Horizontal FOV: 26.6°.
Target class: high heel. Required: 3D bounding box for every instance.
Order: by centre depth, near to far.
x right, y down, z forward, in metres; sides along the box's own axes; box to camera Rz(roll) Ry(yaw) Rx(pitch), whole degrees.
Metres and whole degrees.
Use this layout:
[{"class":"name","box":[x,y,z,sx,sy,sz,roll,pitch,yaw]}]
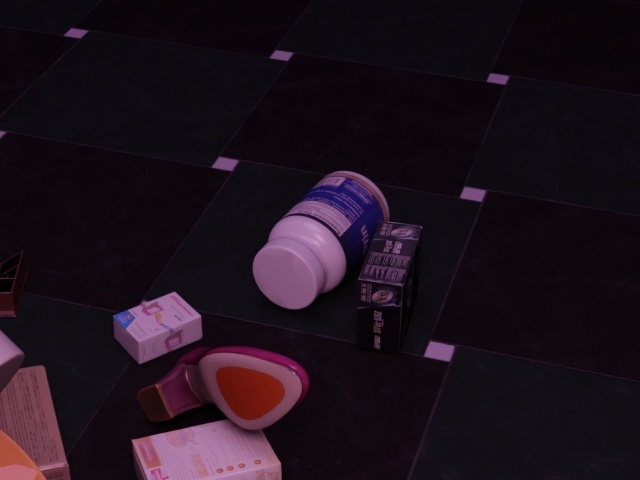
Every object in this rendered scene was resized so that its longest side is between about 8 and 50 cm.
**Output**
[{"class":"high heel","box":[-0.105,0.188,1.986,0.181,0.127,0.377,-27,13,-40]}]

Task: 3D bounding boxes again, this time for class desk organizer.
[{"class":"desk organizer","box":[-0.541,0.073,2.337,0.047,0.050,0.130,0,34,-2]}]

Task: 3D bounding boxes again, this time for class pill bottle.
[{"class":"pill bottle","box":[0.000,0.000,2.370,0.153,0.153,0.264,18,38,23]}]

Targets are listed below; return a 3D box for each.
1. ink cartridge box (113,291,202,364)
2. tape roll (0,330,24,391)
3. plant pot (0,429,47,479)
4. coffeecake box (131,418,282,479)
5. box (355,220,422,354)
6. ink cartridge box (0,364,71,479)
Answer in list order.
[{"class":"ink cartridge box","box":[-0.269,0.143,2.241,0.122,0.052,0.088,-21,40,-31]},{"class":"tape roll","box":[-0.532,0.256,1.690,0.072,0.392,0.392,44,43,1]},{"class":"plant pot","box":[-0.440,0.391,1.629,0.203,0.290,0.291,-26,43,-36]},{"class":"coffeecake box","box":[-0.164,0.328,1.940,0.186,0.068,0.142,-10,27,-16]},{"class":"box","box":[0.115,0.078,2.264,0.078,0.147,0.180,8,34,11]},{"class":"ink cartridge box","box":[-0.476,0.299,1.974,0.193,0.088,0.234,-10,36,-14]}]
